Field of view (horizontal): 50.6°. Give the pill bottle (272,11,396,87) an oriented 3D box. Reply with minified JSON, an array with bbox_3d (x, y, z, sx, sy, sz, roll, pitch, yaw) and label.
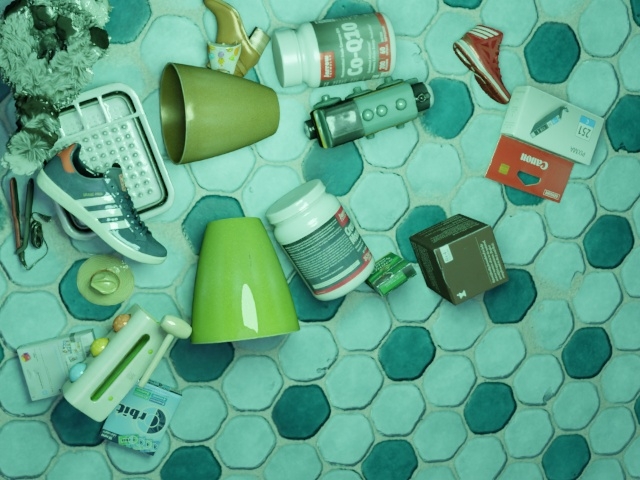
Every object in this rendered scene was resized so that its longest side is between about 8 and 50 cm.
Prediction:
[{"bbox_3d":[0.032,-0.466,1.678,0.283,0.161,0.162,-12,103,-10],"label":"pill bottle"}]

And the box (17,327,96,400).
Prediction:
[{"bbox_3d":[-0.662,0.319,1.740,0.186,0.038,0.145,-14,102,-11],"label":"box"}]

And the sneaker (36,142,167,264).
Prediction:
[{"bbox_3d":[-0.479,-0.088,1.583,0.350,0.131,0.148,40,95,-17],"label":"sneaker"}]

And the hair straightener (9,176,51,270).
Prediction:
[{"bbox_3d":[-0.707,-0.040,1.657,0.088,0.047,0.231,0,101,-12],"label":"hair straightener"}]

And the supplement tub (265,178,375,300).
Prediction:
[{"bbox_3d":[0.000,0.000,1.744,0.191,0.191,0.272,-34,106,-4],"label":"supplement tub"}]

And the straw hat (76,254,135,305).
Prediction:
[{"bbox_3d":[-0.546,0.108,1.713,0.144,0.061,0.145,-2,102,-12],"label":"straw hat"}]

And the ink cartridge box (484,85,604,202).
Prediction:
[{"bbox_3d":[0.622,-0.256,1.868,0.296,0.066,0.261,14,97,-26],"label":"ink cartridge box"}]

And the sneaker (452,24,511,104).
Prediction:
[{"bbox_3d":[0.468,-0.481,1.810,0.128,0.087,0.221,-43,107,0],"label":"sneaker"}]

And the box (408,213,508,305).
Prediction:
[{"bbox_3d":[0.369,0.046,1.827,0.166,0.203,0.169,-24,105,-7],"label":"box"}]

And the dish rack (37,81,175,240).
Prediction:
[{"bbox_3d":[-0.535,-0.192,1.654,0.285,0.072,0.333,-21,104,-9],"label":"dish rack"}]

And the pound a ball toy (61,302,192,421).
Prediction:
[{"bbox_3d":[-0.484,0.281,1.660,0.136,0.208,0.319,44,79,-23],"label":"pound a ball toy"}]

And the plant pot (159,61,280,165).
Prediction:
[{"bbox_3d":[-0.235,-0.310,1.633,0.254,0.237,0.237,-8,102,-25],"label":"plant pot"}]

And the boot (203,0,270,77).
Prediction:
[{"bbox_3d":[-0.238,-0.493,1.664,0.197,0.073,0.152,36,98,-10],"label":"boot"}]

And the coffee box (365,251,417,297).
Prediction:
[{"bbox_3d":[0.177,0.088,1.803,0.113,0.184,0.040,-34,103,-3],"label":"coffee box"}]

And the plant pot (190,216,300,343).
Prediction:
[{"bbox_3d":[-0.201,0.095,1.702,0.274,0.275,0.294,-5,86,-11],"label":"plant pot"}]

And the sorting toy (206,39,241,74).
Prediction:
[{"bbox_3d":[-0.237,-0.438,1.637,0.083,0.045,0.075,6,127,1],"label":"sorting toy"}]

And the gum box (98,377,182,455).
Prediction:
[{"bbox_3d":[-0.479,0.462,1.805,0.156,0.041,0.185,25,94,-16],"label":"gum box"}]

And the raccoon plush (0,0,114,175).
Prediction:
[{"bbox_3d":[-0.627,-0.407,1.528,0.216,0.299,0.446,30,110,-25],"label":"raccoon plush"}]

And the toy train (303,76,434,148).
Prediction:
[{"bbox_3d":[0.124,-0.323,1.710,0.333,0.190,0.142,-18,104,-8],"label":"toy train"}]
